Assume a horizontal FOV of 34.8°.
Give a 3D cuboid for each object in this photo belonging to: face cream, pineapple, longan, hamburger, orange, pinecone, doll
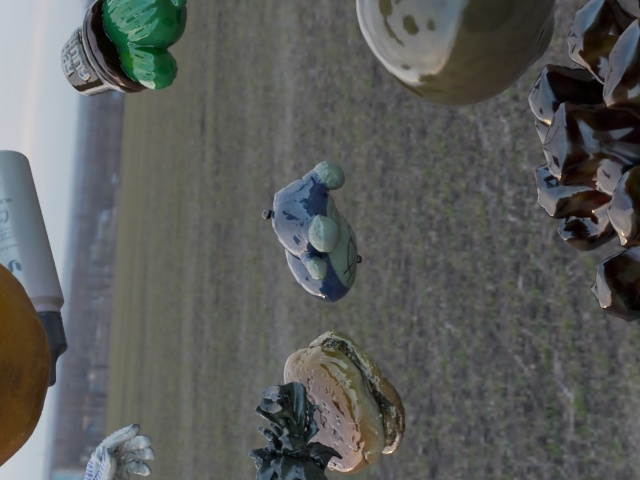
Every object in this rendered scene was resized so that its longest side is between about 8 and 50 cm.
[{"bbox_3d":[-0.381,0.039,1.299,0.092,0.092,0.311,123,131,-63],"label":"face cream"},{"bbox_3d":[-0.039,0.375,1.560,0.141,0.170,0.310,-5,90,49],"label":"pineapple"},{"bbox_3d":[0.170,-0.293,1.254,0.258,0.258,0.258,-175,90,-77],"label":"longan"},{"bbox_3d":[0.031,0.288,1.798,0.243,0.146,0.286,62,153,2],"label":"hamburger"},{"bbox_3d":[-0.391,0.122,0.978,0.261,0.261,0.261,-175,90,-77],"label":"orange"},{"bbox_3d":[0.363,-0.090,0.879,0.398,0.398,0.397,-175,90,-77],"label":"pinecone"},{"bbox_3d":[0.000,0.000,1.844,0.258,0.154,0.228,59,-155,-48],"label":"doll"}]

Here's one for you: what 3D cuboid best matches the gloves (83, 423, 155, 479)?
[{"bbox_3d":[-0.351,0.405,1.709,0.229,0.097,0.119,-60,-11,10],"label":"gloves"}]

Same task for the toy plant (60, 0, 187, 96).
[{"bbox_3d":[-0.217,-0.236,1.197,0.200,0.105,0.143,-23,74,34],"label":"toy plant"}]
